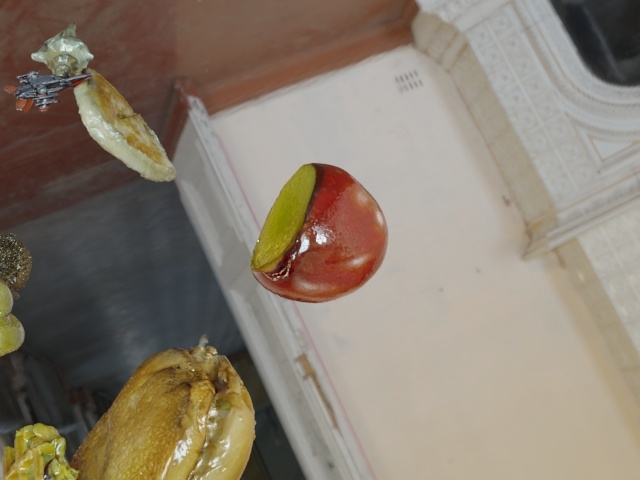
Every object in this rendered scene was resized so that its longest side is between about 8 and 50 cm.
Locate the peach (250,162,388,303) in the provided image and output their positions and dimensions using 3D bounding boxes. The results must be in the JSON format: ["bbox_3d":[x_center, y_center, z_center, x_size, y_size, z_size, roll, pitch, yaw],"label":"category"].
[{"bbox_3d":[0.000,0.000,1.493,0.274,0.246,0.248,-67,171,-49],"label":"peach"}]

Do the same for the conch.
[{"bbox_3d":[-0.637,-0.450,1.993,0.137,0.114,0.234,-24,-151,-14],"label":"conch"}]

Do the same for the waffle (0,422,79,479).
[{"bbox_3d":[-0.380,0.417,1.078,0.060,0.312,0.307,7,108,-41],"label":"waffle"}]

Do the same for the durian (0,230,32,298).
[{"bbox_3d":[-0.850,0.078,2.128,0.196,0.196,0.167,-25,-156,-1],"label":"durian"}]

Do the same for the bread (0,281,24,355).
[{"bbox_3d":[-0.596,0.145,1.518,0.065,0.149,0.187,-5,170,-3],"label":"bread"}]

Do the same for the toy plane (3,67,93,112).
[{"bbox_3d":[-0.592,-0.344,1.776,0.189,0.130,0.061,-29,149,-19],"label":"toy plane"}]

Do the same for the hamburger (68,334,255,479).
[{"bbox_3d":[-0.229,0.301,1.192,0.314,0.170,0.290,-54,-147,2],"label":"hamburger"}]

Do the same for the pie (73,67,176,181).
[{"bbox_3d":[-0.479,-0.271,1.945,0.077,0.339,0.339,-35,170,5],"label":"pie"}]
